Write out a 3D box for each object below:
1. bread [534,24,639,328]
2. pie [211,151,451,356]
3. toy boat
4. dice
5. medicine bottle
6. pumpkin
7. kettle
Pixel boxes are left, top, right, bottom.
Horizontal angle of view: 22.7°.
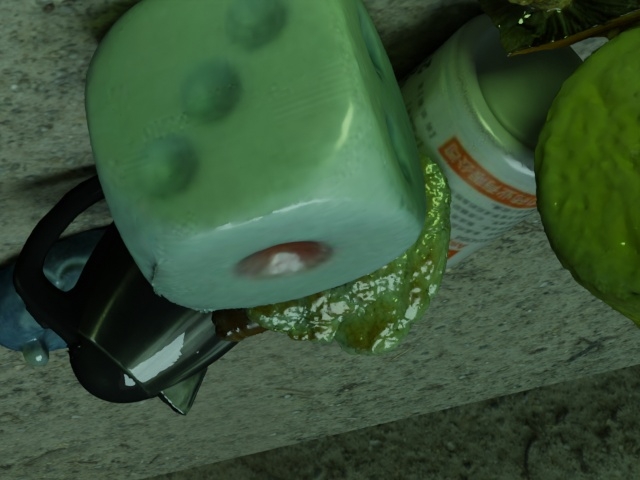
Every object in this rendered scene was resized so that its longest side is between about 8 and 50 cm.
[{"bbox_3d":[0.390,-0.048,1.559,0.348,0.348,0.307,-28,147,34],"label":"bread"},{"bbox_3d":[0.004,-0.009,1.699,0.274,0.257,0.105,6,180,19],"label":"pie"},{"bbox_3d":[-0.280,0.077,2.093,0.330,0.123,0.215,-15,162,-2],"label":"toy boat"},{"bbox_3d":[-0.058,-0.098,1.557,0.268,0.263,0.264,-17,161,13],"label":"dice"},{"bbox_3d":[0.130,-0.082,1.804,0.211,0.211,0.371,0,155,-35],"label":"medicine bottle"},{"bbox_3d":[0.275,-0.263,1.543,0.248,0.131,0.126,-12,169,-20],"label":"pumpkin"},{"bbox_3d":[-0.189,0.060,1.836,0.271,0.207,0.251,-50,132,-13],"label":"kettle"}]
